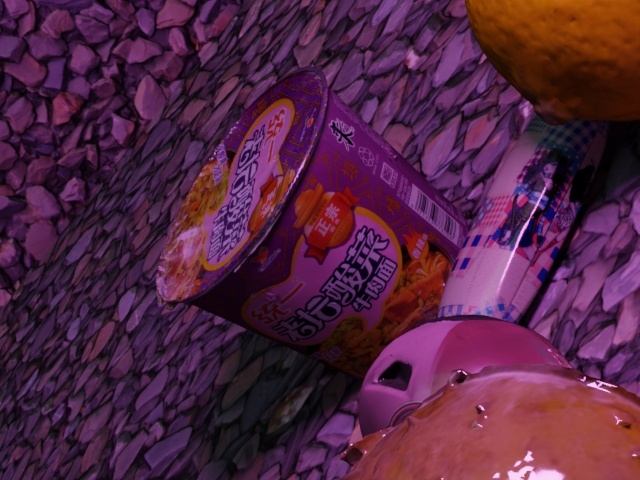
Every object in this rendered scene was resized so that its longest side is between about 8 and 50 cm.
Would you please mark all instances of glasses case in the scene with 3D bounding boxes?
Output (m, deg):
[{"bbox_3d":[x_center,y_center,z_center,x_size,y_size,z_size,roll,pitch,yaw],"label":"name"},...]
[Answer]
[{"bbox_3d":[0.224,-0.021,2.169,0.125,0.076,0.327,-4,55,62],"label":"glasses case"}]

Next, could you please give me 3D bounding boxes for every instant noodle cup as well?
[{"bbox_3d":[0.000,0.000,2.368,0.340,0.266,0.340,-45,24,26],"label":"instant noodle cup"}]

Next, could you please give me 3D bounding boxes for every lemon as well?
[{"bbox_3d":[0.308,-0.291,2.055,0.336,0.336,0.336,-46,23,26],"label":"lemon"}]

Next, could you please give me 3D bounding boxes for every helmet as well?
[{"bbox_3d":[0.129,0.174,1.871,0.253,0.154,0.198,-148,55,-66],"label":"helmet"}]

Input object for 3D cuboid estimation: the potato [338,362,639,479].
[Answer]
[{"bbox_3d":[0.132,0.319,1.326,0.442,0.385,0.319,-23,16,47],"label":"potato"}]
